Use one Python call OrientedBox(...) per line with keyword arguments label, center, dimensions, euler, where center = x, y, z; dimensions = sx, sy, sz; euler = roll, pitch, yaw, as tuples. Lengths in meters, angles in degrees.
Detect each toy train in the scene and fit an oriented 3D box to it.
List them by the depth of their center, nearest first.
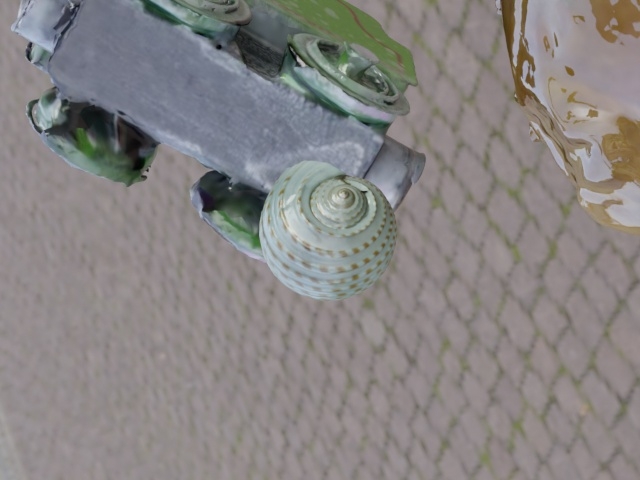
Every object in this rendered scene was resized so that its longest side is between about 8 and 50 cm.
OrientedBox(label="toy train", center=(-0.073, -0.124, 1.150), dimensions=(0.173, 0.307, 0.249), euler=(-57, 14, 22))

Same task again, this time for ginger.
OrientedBox(label="ginger", center=(0.190, -0.134, 0.719), dimensions=(0.269, 0.223, 0.200), euler=(72, -161, -59))

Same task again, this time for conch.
OrientedBox(label="conch", center=(-0.002, 0.001, 0.786), dimensions=(0.076, 0.056, 0.085), euler=(30, 128, 14))
